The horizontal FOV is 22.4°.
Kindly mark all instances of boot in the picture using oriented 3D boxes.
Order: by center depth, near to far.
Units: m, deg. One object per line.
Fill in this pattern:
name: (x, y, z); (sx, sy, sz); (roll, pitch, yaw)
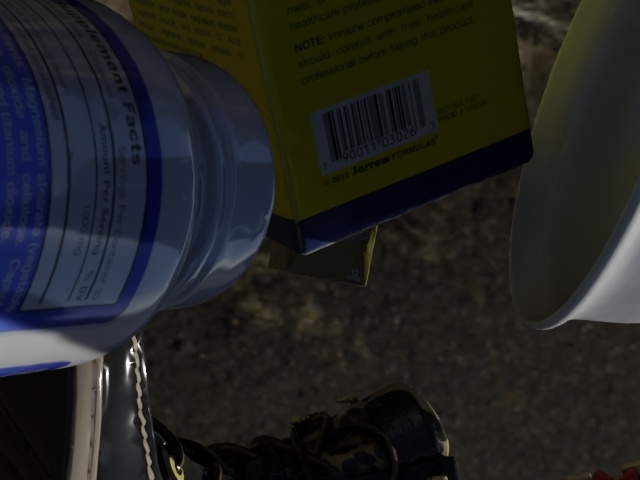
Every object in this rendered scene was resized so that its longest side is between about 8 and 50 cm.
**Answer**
boot: (-0.057, 0.143, 0.950); (0.284, 0.138, 0.377); (-16, 124, -29)

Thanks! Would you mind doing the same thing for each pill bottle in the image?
pill bottle: (-0.142, -0.023, 0.596); (0.272, 0.152, 0.152); (-3, 99, -55)

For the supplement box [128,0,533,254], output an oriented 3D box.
supplement box: (-0.012, -0.204, 1.069); (0.195, 0.194, 0.356); (-23, 115, -24)

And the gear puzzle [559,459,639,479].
gear puzzle: (0.276, 0.237, 1.173); (0.044, 0.339, 0.175); (-58, 131, -71)

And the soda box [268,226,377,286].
soda box: (0.000, 0.000, 1.215); (0.181, 0.061, 0.058); (-173, -87, -85)

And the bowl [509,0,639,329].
bowl: (0.234, -0.069, 1.022); (0.134, 0.298, 0.298); (18, 81, -8)
